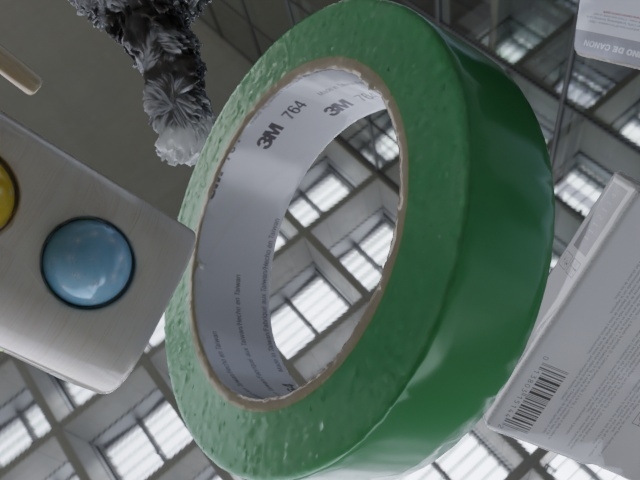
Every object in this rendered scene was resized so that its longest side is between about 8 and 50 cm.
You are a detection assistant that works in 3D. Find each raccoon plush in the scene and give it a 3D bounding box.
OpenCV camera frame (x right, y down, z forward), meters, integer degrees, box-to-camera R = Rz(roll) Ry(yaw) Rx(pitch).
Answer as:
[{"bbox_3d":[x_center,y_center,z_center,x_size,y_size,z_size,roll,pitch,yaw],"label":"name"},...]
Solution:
[{"bbox_3d":[-0.199,-0.346,0.914,0.216,0.446,0.299,3,-159,22],"label":"raccoon plush"}]

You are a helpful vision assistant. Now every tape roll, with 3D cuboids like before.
[{"bbox_3d":[0.000,0.000,0.469,0.321,0.077,0.321,-25,-123,46],"label":"tape roll"}]

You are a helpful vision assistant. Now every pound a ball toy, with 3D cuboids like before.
[{"bbox_3d":[-0.227,-0.066,0.419,0.135,0.319,0.208,-12,-132,55],"label":"pound a ball toy"}]

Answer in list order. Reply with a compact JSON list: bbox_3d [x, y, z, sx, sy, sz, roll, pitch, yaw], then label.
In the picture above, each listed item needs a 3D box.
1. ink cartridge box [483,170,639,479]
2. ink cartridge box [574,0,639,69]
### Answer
[{"bbox_3d":[0.351,0.113,0.719,0.261,0.296,0.066,23,-161,-10],"label":"ink cartridge box"},{"bbox_3d":[0.442,-0.308,0.698,0.130,0.272,0.309,-26,-141,-29],"label":"ink cartridge box"}]
